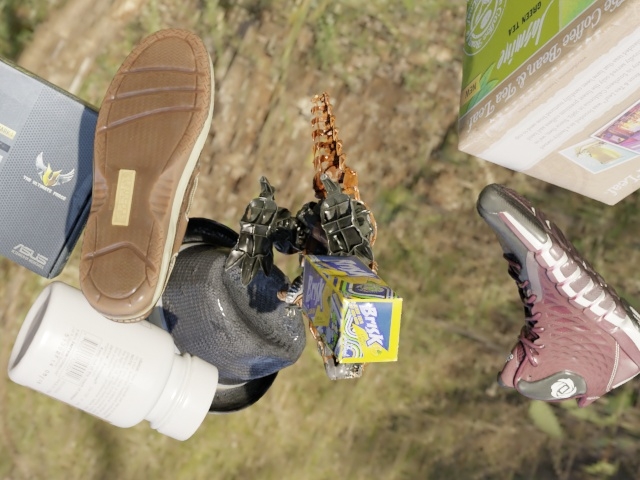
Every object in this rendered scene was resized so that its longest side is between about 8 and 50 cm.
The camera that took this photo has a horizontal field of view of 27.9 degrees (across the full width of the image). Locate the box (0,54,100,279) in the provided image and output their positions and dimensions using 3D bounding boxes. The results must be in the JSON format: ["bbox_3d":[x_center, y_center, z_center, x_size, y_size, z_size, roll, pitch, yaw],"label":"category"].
[{"bbox_3d":[-0.340,-0.093,1.365,0.232,0.183,0.059,29,-173,-1],"label":"box"}]

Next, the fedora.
[{"bbox_3d":[-0.133,0.117,2.029,0.152,0.334,0.334,-7,145,45],"label":"fedora"}]

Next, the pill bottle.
[{"bbox_3d":[-0.247,0.152,1.558,0.229,0.131,0.131,27,160,-19],"label":"pill bottle"}]

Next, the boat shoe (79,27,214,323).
[{"bbox_3d":[-0.149,-0.053,1.109,0.095,0.257,0.095,13,164,7],"label":"boat shoe"}]

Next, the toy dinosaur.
[{"bbox_3d":[0.000,0.000,1.511,0.164,0.322,0.218,-26,169,17],"label":"toy dinosaur"}]

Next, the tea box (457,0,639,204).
[{"bbox_3d":[0.327,-0.265,1.377,0.220,0.323,0.329,17,150,-20],"label":"tea box"}]

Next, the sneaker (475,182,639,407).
[{"bbox_3d":[0.229,0.081,1.397,0.281,0.162,0.106,45,-164,-12],"label":"sneaker"}]

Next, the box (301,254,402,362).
[{"bbox_3d":[0.025,0.058,1.169,0.054,0.059,0.169,1,-168,-13],"label":"box"}]
